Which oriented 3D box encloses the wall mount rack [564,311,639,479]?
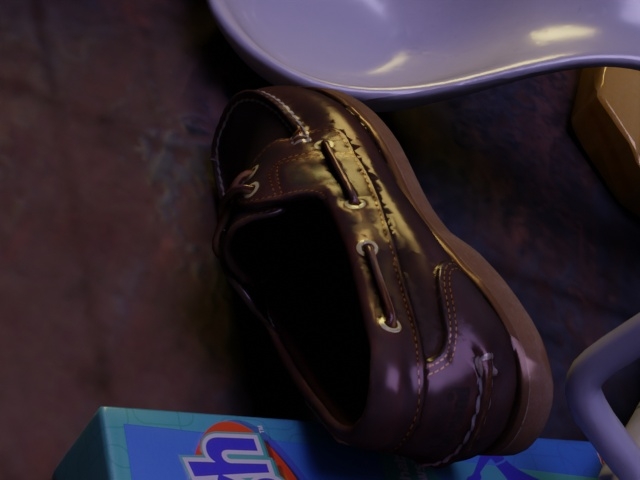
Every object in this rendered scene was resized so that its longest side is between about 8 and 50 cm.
[{"bbox_3d":[0.237,0.111,0.487,0.304,0.130,0.350,52,31,1],"label":"wall mount rack"}]

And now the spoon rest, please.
[{"bbox_3d":[0.080,-0.094,0.603,0.276,0.084,0.137,19,54,-8],"label":"spoon rest"}]

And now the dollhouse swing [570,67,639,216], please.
[{"bbox_3d":[0.346,-0.147,0.741,0.347,0.315,0.305,31,30,-9],"label":"dollhouse swing"}]

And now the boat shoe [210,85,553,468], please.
[{"bbox_3d":[0.000,0.000,0.461,0.073,0.073,0.207,2,28,-30],"label":"boat shoe"}]

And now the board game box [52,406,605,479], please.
[{"bbox_3d":[0.030,0.137,0.406,0.210,0.047,0.160,8,49,-30],"label":"board game box"}]
